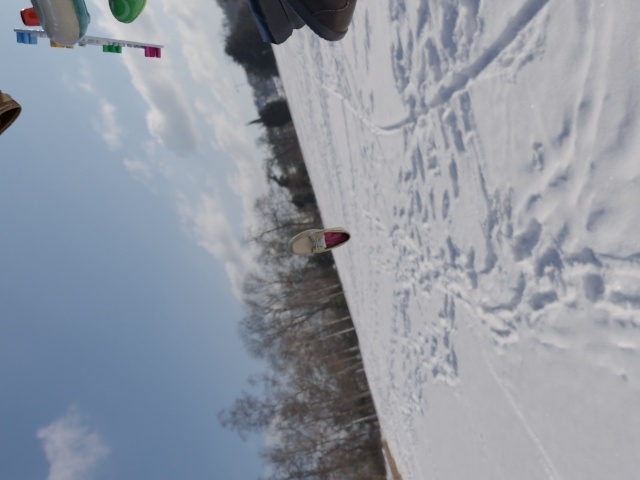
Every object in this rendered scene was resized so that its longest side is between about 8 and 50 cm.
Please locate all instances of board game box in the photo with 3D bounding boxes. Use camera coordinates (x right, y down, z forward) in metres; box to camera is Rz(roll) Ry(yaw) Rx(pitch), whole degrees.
[{"bbox_3d":[-0.827,-0.704,1.961,0.390,0.390,0.050,22,113,42],"label":"board game box"}]

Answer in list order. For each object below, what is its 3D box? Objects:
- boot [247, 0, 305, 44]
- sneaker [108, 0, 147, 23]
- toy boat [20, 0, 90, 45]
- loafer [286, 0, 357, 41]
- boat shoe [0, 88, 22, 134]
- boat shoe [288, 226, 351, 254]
[{"bbox_3d":[-0.129,-0.990,1.969,0.146,0.367,0.445,48,170,49],"label":"boot"},{"bbox_3d":[-0.468,-0.619,1.267,0.109,0.123,0.295,41,148,-2],"label":"sneaker"},{"bbox_3d":[-0.701,-0.644,1.459,0.318,0.148,0.267,3,112,55],"label":"toy boat"},{"bbox_3d":[-0.054,-0.611,1.202,0.366,0.130,0.133,40,-136,-9],"label":"loafer"},{"bbox_3d":[-0.987,-0.303,1.565,0.323,0.120,0.122,-64,1,-21],"label":"boat shoe"},{"bbox_3d":[0.000,0.000,1.426,0.059,0.170,0.062,-162,57,-68],"label":"boat shoe"}]
